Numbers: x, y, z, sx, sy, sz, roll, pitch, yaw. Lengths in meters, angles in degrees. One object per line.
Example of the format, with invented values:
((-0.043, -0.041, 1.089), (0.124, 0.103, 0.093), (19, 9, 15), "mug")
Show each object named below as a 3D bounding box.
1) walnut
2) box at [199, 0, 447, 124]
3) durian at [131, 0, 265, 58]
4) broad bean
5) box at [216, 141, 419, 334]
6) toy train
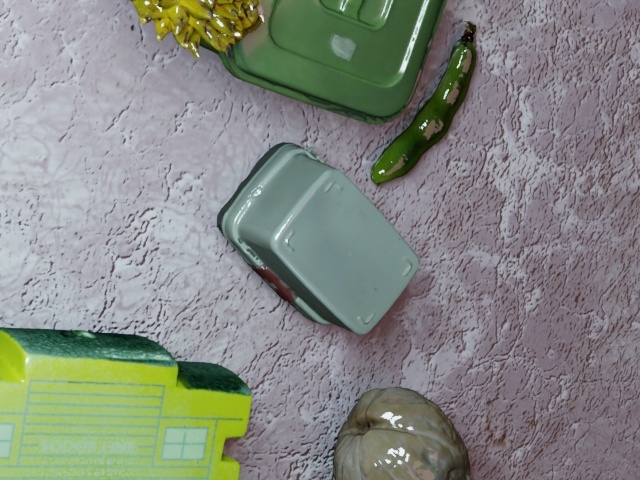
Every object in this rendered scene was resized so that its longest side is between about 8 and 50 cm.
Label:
((0.107, 0.286, 1.709), (0.178, 0.178, 0.230), (-51, 136, -11), "walnut")
((0.001, -0.308, 1.438), (0.253, 0.178, 0.328), (16, 94, -38), "box")
((-0.117, -0.327, 1.207), (0.191, 0.112, 0.341), (-8, 107, -39), "durian")
((0.132, -0.157, 1.659), (0.069, 0.039, 0.226), (33, 84, -43), "broad bean")
((0.000, 0.000, 1.560), (0.148, 0.129, 0.210), (-52, 125, -11), "box")
((-0.270, 0.226, 1.430), (0.442, 0.179, 0.272), (6, 95, -34), "toy train")
